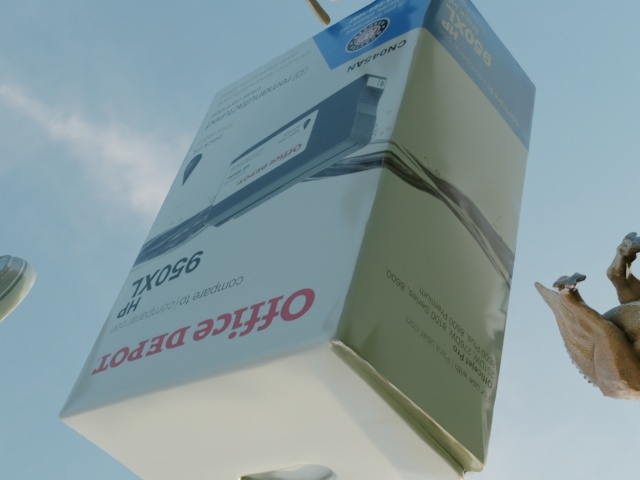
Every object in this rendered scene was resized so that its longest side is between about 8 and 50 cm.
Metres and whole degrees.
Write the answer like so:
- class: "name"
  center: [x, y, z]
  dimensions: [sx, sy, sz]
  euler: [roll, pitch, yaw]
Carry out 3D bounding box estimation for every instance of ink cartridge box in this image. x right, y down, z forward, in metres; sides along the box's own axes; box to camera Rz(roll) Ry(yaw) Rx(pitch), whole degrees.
- class: "ink cartridge box"
  center: [0.000, 0.000, 0.726]
  dimensions: [0.166, 0.286, 0.394]
  euler: [44, -137, -29]

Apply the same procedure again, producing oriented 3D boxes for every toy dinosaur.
- class: "toy dinosaur"
  center: [0.322, 0.108, 0.806]
  dimensions: [0.127, 0.296, 0.200]
  euler: [-36, -63, -44]

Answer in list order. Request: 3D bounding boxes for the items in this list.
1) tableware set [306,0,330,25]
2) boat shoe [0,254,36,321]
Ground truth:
- class: "tableware set"
  center: [-0.009, -0.319, 0.864]
  dimensions: [0.194, 0.039, 0.128]
  euler: [44, -121, -39]
- class: "boat shoe"
  center: [-0.364, 0.064, 0.809]
  dimensions: [0.227, 0.079, 0.081]
  euler: [-42, -58, -40]
